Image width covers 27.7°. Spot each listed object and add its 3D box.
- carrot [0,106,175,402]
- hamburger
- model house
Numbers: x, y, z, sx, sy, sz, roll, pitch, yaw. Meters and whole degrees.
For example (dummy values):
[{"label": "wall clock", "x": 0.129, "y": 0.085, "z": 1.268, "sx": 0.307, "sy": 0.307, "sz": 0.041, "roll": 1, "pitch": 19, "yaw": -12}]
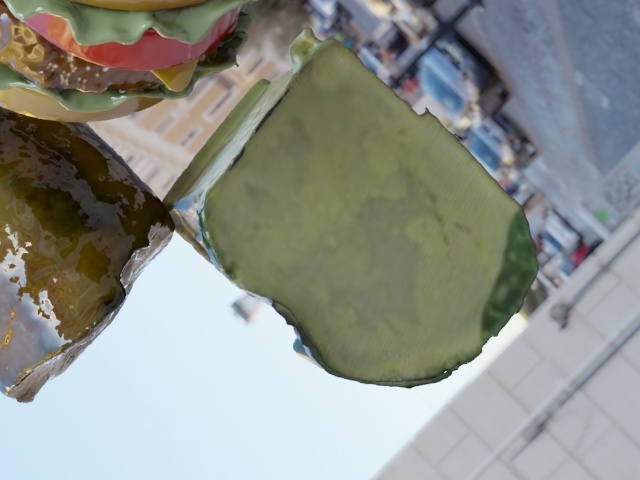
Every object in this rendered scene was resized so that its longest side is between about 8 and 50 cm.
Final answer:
[{"label": "carrot", "x": -0.295, "y": -0.025, "z": 1.189, "sx": 0.340, "sy": 0.241, "sz": 0.241, "roll": 44, "pitch": -174, "yaw": 11}, {"label": "hamburger", "x": -0.145, "y": -0.228, "z": 0.860, "sx": 0.274, "sy": 0.274, "sz": 0.212, "roll": 44, "pitch": 146, "yaw": -2}, {"label": "model house", "x": 0.000, "y": 0.000, "z": 1.272, "sx": 0.321, "sy": 0.261, "sz": 0.266, "roll": 42, "pitch": 161, "yaw": -15}]
